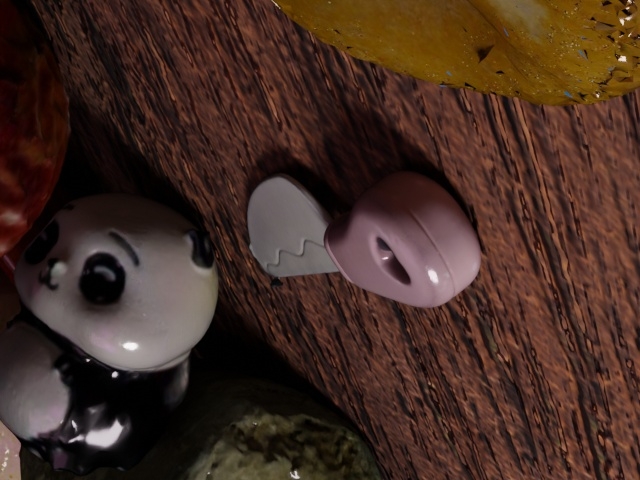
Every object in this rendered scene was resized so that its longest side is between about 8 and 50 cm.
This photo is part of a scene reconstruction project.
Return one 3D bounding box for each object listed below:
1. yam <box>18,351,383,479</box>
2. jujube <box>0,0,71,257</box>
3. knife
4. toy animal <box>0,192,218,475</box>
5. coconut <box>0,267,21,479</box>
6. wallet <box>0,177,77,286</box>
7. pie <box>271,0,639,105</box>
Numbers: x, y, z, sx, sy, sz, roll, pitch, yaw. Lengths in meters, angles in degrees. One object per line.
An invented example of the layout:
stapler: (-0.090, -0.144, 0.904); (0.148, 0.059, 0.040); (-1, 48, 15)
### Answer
yam: (-0.088, 0.186, 1.445); (0.195, 0.195, 0.300); (55, 161, -24)
jujube: (-0.288, -0.140, 1.224); (0.216, 0.216, 0.342); (27, 148, 47)
knife: (-0.001, -0.002, 1.099); (0.081, 0.043, 0.336); (56, 163, -11)
toy animal: (-0.152, 0.051, 1.326); (0.166, 0.138, 0.179); (34, 114, 38)
coconut: (-0.334, 0.113, 1.789); (0.245, 0.233, 0.233); (24, 151, 48)
wallet: (-0.202, -0.002, 1.459); (0.204, 0.045, 0.142); (55, -162, -22)
pie: (0.023, -0.145, 0.687); (0.273, 0.069, 0.273); (39, 160, 18)
